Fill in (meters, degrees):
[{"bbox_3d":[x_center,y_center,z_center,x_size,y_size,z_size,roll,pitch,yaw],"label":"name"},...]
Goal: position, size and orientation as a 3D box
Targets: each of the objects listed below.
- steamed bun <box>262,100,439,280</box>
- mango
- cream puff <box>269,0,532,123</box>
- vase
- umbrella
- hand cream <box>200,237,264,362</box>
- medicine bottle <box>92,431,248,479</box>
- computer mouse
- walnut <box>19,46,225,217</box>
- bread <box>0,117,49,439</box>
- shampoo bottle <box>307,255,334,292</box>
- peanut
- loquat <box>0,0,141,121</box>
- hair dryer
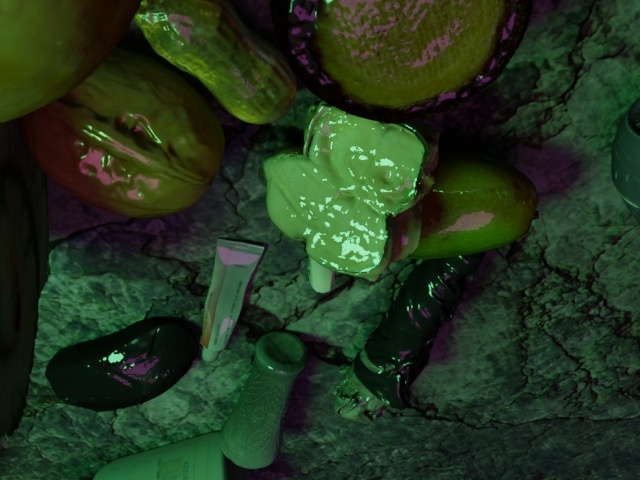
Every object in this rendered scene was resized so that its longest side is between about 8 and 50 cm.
[{"bbox_3d":[0.034,-0.064,1.023,0.192,0.106,0.178,21,105,20],"label":"steamed bun"},{"bbox_3d":[0.131,-0.041,1.092,0.232,0.111,0.125,-1,101,19],"label":"mango"},{"bbox_3d":[0.069,-0.223,0.846,0.239,0.165,0.239,-3,132,-4],"label":"cream puff"},{"bbox_3d":[-0.078,0.225,1.360,0.096,0.096,0.219,7,132,-15],"label":"vase"},{"bbox_3d":[0.126,0.123,1.262,0.106,0.113,0.358,27,131,-3],"label":"umbrella"},{"bbox_3d":[-0.127,0.081,1.243,0.052,0.038,0.216,-11,137,-33],"label":"hand cream"},{"bbox_3d":[-0.262,0.406,1.471,0.296,0.161,0.111,-17,134,9],"label":"medicine bottle"},{"bbox_3d":[-0.267,0.179,1.294,0.217,0.073,0.122,-21,133,18],"label":"computer mouse"},{"bbox_3d":[-0.196,-0.106,0.946,0.206,0.159,0.159,28,127,-23],"label":"walnut"},{"bbox_3d":[-0.352,0.010,0.895,0.129,0.382,0.366,-1,92,-4],"label":"bread"},{"bbox_3d":[0.000,0.000,1.161,0.034,0.049,0.141,-3,135,-3],"label":"shampoo bottle"},{"bbox_3d":[-0.100,-0.188,0.921,0.087,0.087,0.206,-31,134,23],"label":"peanut"},{"bbox_3d":[-0.277,-0.235,0.674,0.328,0.328,0.328,-4,137,-4],"label":"loquat"},{"bbox_3d":[0.427,0.041,1.044,0.121,0.361,0.301,-19,143,12],"label":"hair dryer"}]
